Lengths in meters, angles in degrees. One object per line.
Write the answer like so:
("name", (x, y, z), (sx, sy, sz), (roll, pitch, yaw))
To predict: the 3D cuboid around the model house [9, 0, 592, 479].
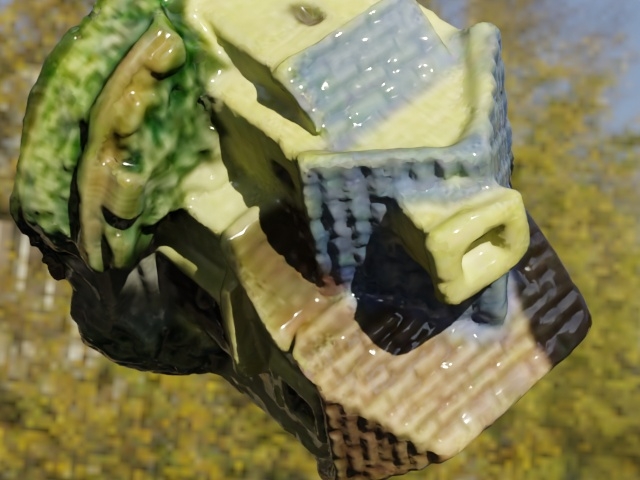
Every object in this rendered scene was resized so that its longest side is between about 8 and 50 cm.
("model house", (0.000, 0.000, 1.141), (0.266, 0.261, 0.321), (37, -26, 33))
